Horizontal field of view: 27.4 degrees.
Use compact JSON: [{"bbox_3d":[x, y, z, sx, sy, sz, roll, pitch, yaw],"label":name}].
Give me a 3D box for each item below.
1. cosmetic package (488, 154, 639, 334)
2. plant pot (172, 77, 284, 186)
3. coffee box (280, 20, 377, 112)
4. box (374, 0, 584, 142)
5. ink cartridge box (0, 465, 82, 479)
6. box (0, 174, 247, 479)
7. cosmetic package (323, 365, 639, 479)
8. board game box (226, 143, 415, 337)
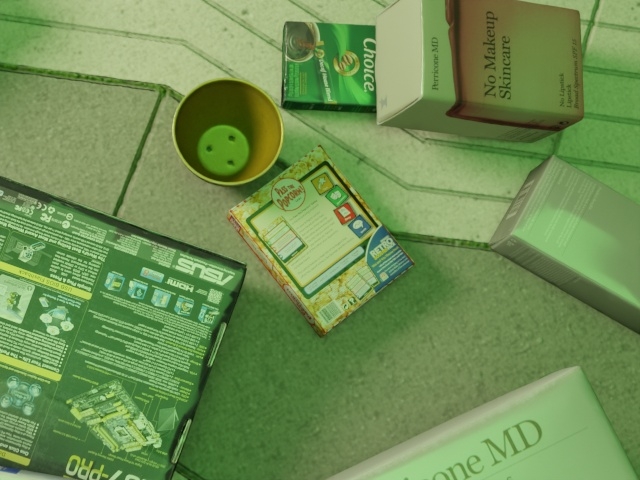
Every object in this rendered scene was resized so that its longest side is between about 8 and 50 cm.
[{"bbox_3d":[0.353,0.009,1.659,0.238,0.107,0.127,32,76,-4],"label":"cosmetic package"},{"bbox_3d":[-0.116,-0.122,1.619,0.134,0.095,0.134,2,78,-8],"label":"plant pot"},{"bbox_3d":[0.042,-0.222,1.690,0.184,0.040,0.113,3,78,-8],"label":"coffee box"},{"bbox_3d":[0.197,-0.216,1.640,0.232,0.127,0.148,4,79,-23],"label":"box"},{"bbox_3d":[-0.285,0.355,1.443,0.311,0.065,0.185,12,86,-7],"label":"ink cartridge box"},{"bbox_3d":[-0.320,0.110,1.526,0.395,0.097,0.318,19,82,-5],"label":"box"},{"bbox_3d":[0.188,0.396,1.441,0.330,0.327,0.393,-24,82,-12],"label":"cosmetic package"},{"bbox_3d":[0.000,0.000,1.637,0.147,0.045,0.193,-37,86,-13],"label":"board game box"}]
